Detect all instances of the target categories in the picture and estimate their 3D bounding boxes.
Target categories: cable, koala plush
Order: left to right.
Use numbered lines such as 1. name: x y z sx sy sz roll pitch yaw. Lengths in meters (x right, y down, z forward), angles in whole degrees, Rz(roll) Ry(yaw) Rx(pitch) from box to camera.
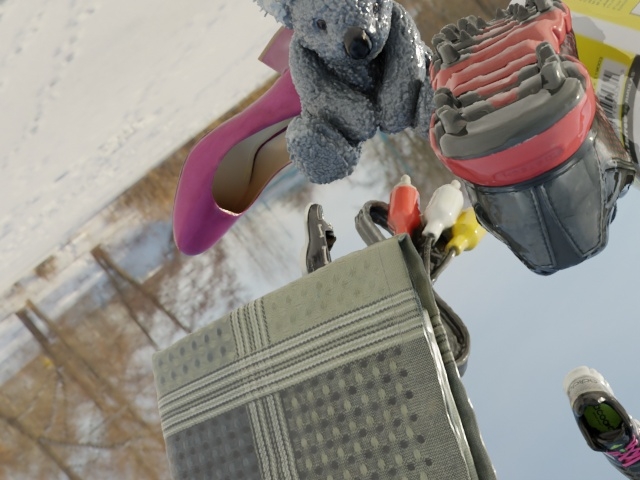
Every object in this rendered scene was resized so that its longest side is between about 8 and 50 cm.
1. koala plush: 0.027 -0.211 0.916 0.196 0.221 0.203 -19 -133 8
2. cable: 0.093 0.018 0.879 0.287 0.139 0.072 -69 176 -60

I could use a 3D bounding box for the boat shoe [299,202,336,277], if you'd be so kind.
1. boat shoe: 0.000 0.000 1.060 0.038 0.046 0.125 -10 -143 11

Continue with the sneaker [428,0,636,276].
1. sneaker: 0.131 -0.072 0.574 0.097 0.135 0.276 -22 -158 19

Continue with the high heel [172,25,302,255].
1. high heel: -0.073 -0.106 1.248 0.127 0.181 0.377 8 117 -47

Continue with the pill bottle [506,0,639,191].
1. pill bottle: 0.275 -0.145 0.759 0.188 0.188 0.334 -37 -156 4

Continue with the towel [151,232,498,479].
1. towel: -0.003 0.192 0.756 0.324 0.312 0.056 -27 158 35

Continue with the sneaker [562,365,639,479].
1. sneaker: 0.339 0.226 1.049 0.063 0.170 0.075 -36 -172 21
